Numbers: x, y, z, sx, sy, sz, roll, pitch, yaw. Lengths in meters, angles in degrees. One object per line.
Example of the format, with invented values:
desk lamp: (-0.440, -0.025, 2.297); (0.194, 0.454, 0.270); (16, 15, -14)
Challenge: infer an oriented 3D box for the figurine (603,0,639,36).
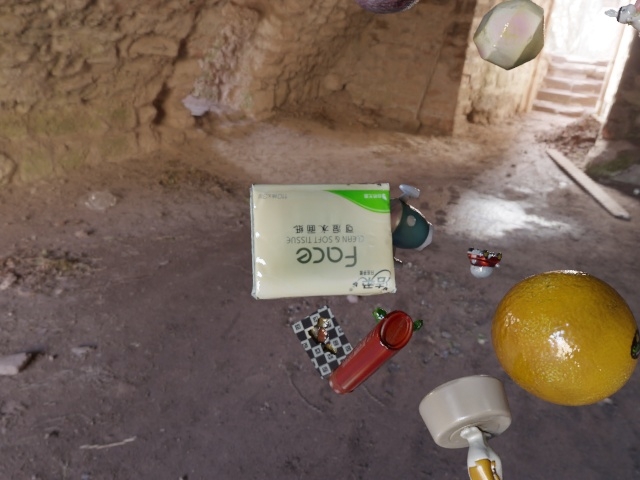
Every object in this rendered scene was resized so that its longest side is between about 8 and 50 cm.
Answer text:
figurine: (0.948, -0.690, 1.580); (0.146, 0.098, 0.081); (38, 17, 11)

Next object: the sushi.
sushi: (0.011, 0.325, 1.687); (0.139, 0.201, 0.031); (-30, 2, -12)

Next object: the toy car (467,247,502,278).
toy car: (0.619, 0.090, 2.013); (0.139, 0.112, 0.112); (9, 3, -43)

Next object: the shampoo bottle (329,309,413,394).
shampoo bottle: (0.110, 0.281, 1.252); (0.076, 0.314, 0.118); (36, 47, 4)

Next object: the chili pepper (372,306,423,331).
chili pepper: (0.261, 0.285, 1.792); (0.182, 0.073, 0.050); (18, -19, -9)

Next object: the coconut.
coconut: (0.710, -0.758, 1.938); (0.259, 0.259, 0.259); (6, 22, -2)

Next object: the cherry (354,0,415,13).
cherry: (0.215, -0.797, 1.591); (0.230, 0.203, 0.300); (3, 15, -23)

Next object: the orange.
orange: (0.482, 0.193, 1.042); (0.274, 0.274, 0.274); (6, 22, -2)

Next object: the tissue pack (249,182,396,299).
tissue pack: (0.000, 0.000, 1.522); (0.405, 0.331, 0.205); (-2, -5, -8)

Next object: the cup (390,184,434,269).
cup: (0.293, -0.043, 1.810); (0.173, 0.299, 0.167); (22, -15, -27)

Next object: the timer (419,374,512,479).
timer: (0.303, 0.408, 0.967); (0.175, 0.175, 0.266); (1, 46, -14)
